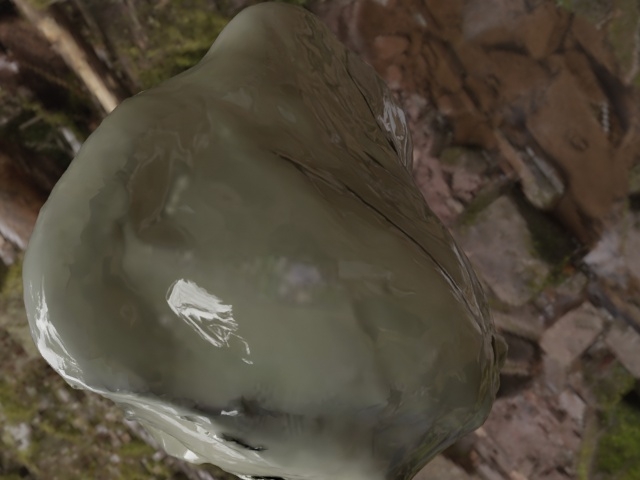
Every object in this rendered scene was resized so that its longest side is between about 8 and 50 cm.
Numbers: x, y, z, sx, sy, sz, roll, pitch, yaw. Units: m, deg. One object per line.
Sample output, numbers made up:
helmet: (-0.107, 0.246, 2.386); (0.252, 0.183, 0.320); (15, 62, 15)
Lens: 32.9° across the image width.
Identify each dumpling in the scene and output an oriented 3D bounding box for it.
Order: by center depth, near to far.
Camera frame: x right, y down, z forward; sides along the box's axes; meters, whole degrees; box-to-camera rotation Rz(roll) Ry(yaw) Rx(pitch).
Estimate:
dumpling: (0.000, 0.000, 0.526); (0.187, 0.243, 0.318); (6, 167, 22)
